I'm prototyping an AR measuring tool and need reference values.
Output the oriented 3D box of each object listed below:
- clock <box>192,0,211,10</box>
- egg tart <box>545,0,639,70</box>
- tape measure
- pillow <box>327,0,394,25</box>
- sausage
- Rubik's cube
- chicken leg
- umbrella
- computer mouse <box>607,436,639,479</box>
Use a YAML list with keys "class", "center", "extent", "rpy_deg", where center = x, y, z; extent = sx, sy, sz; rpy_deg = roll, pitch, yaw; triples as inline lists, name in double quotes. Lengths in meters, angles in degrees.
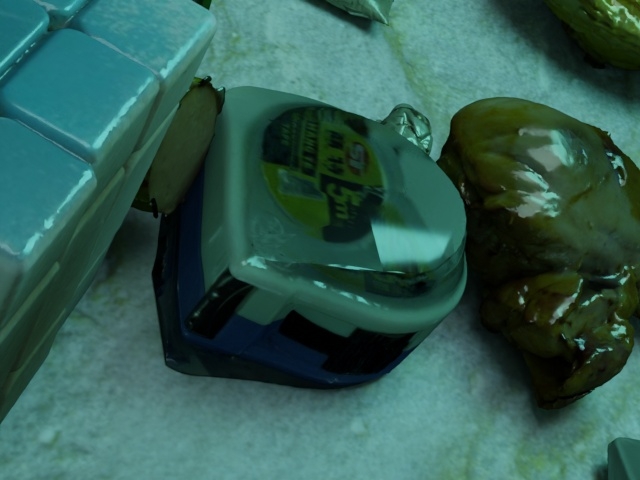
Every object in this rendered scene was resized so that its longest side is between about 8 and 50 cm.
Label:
- class: "clock"
  center: [-0.227, -0.273, 1.362]
  extent: [0.255, 0.220, 0.106]
  rpy_deg: [-9, 53, -27]
- class: "egg tart"
  center: [0.369, -0.323, 1.804]
  extent: [0.339, 0.153, 0.351]
  rpy_deg: [-18, 61, -40]
- class: "tape measure"
  center: [-0.001, -0.001, 1.283]
  extent: [0.262, 0.138, 0.259]
  rpy_deg: [15, 45, -18]
- class: "pillow"
  center: [0.010, -0.327, 1.654]
  extent: [0.181, 0.078, 0.134]
  rpy_deg: [22, 39, -6]
- class: "sausage"
  center: [-0.246, -0.111, 1.242]
  extent: [0.317, 0.125, 0.117]
  rpy_deg: [16, -2, 18]
- class: "Rubik's cube"
  center: [-0.308, -0.053, 1.013]
  extent: [0.322, 0.319, 0.316]
  rpy_deg: [31, 40, -1]
- class: "chicken leg"
  center: [0.269, 0.047, 1.409]
  extent: [0.409, 0.182, 0.295]
  rpy_deg: [28, 51, -29]
- class: "umbrella"
  center: [0.080, -0.088, 1.480]
  extent: [0.067, 0.062, 0.143]
  rpy_deg: [-2, 44, 9]
- class: "computer mouse"
  center: [0.309, 0.262, 1.259]
  extent: [0.128, 0.079, 0.231]
  rpy_deg: [25, 26, -11]
